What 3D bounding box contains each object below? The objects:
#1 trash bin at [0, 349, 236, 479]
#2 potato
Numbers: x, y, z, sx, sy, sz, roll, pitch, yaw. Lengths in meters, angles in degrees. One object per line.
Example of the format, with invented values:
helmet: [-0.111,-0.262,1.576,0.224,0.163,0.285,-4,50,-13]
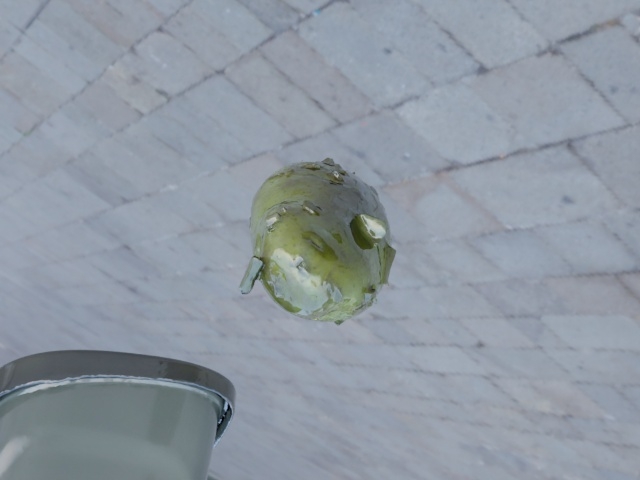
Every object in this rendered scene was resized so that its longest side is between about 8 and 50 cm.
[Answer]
trash bin: [-0.200,0.249,0.753,0.219,0.250,0.220,11,146,-11]
potato: [0.000,0.000,0.637,0.117,0.090,0.225,33,-163,-4]
